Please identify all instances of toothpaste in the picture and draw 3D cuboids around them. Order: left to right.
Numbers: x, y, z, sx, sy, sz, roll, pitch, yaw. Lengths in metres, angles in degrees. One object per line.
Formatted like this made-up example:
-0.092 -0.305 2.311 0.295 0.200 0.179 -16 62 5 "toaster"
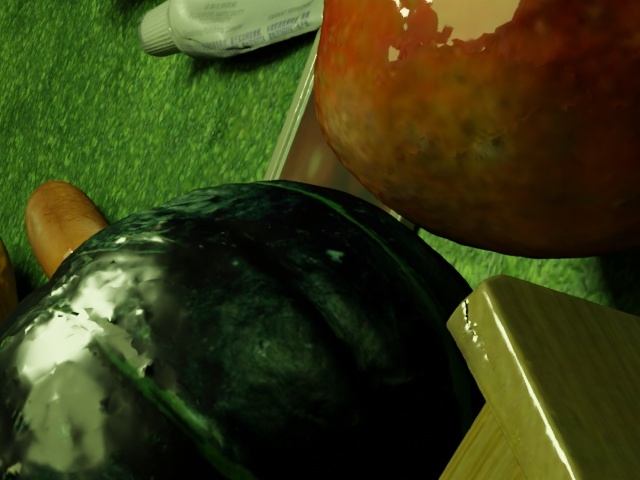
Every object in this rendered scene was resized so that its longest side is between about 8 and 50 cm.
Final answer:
-0.059 -0.196 1.251 0.282 0.068 0.099 -12 90 52 "toothpaste"

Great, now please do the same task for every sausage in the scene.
-0.227 -0.001 1.407 0.076 0.076 0.197 -64 26 11 "sausage"

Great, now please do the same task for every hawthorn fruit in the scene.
0.123 -0.086 0.685 0.262 0.210 0.211 12 83 56 "hawthorn fruit"

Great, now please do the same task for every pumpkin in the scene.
-0.033 0.122 0.744 0.238 0.315 0.315 47 118 27 "pumpkin"

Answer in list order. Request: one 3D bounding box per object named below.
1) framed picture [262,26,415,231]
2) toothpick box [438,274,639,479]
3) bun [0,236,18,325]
0.000 0.000 1.051 0.211 0.020 0.290 25 94 62 "framed picture"
0.088 0.205 0.591 0.308 0.187 0.190 -61 29 25 "toothpick box"
-0.391 0.110 1.538 0.299 0.164 0.299 -59 12 21 "bun"
